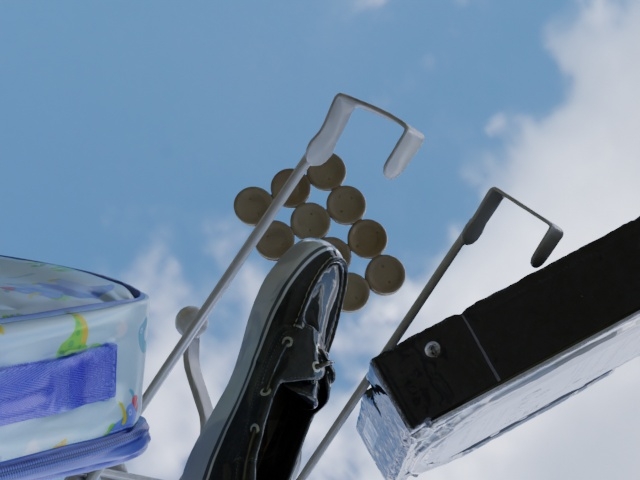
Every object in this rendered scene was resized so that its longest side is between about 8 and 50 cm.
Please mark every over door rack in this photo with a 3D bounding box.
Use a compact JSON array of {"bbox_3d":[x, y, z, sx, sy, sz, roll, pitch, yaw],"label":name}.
[{"bbox_3d":[-0.028,0.050,1.108,0.324,0.239,0.108,-46,-120,12],"label":"over door rack"}]

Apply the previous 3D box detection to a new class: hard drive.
[{"bbox_3d":[0.188,0.054,1.231,0.339,0.237,0.064,-28,-104,-10],"label":"hard drive"}]

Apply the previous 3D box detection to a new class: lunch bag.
[{"bbox_3d":[-0.184,0.056,0.719,0.176,0.219,0.090,6,-82,34],"label":"lunch bag"}]

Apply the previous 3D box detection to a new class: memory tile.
[{"bbox_3d":[0.000,0.000,1.600,0.113,0.012,0.148,-28,-101,-10],"label":"memory tile"}]

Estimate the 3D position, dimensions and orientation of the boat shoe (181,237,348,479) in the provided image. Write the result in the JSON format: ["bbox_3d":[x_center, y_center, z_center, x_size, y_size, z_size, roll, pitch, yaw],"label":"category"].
[{"bbox_3d":[-0.015,0.065,0.792,0.040,0.049,0.142,10,-115,33],"label":"boat shoe"}]
